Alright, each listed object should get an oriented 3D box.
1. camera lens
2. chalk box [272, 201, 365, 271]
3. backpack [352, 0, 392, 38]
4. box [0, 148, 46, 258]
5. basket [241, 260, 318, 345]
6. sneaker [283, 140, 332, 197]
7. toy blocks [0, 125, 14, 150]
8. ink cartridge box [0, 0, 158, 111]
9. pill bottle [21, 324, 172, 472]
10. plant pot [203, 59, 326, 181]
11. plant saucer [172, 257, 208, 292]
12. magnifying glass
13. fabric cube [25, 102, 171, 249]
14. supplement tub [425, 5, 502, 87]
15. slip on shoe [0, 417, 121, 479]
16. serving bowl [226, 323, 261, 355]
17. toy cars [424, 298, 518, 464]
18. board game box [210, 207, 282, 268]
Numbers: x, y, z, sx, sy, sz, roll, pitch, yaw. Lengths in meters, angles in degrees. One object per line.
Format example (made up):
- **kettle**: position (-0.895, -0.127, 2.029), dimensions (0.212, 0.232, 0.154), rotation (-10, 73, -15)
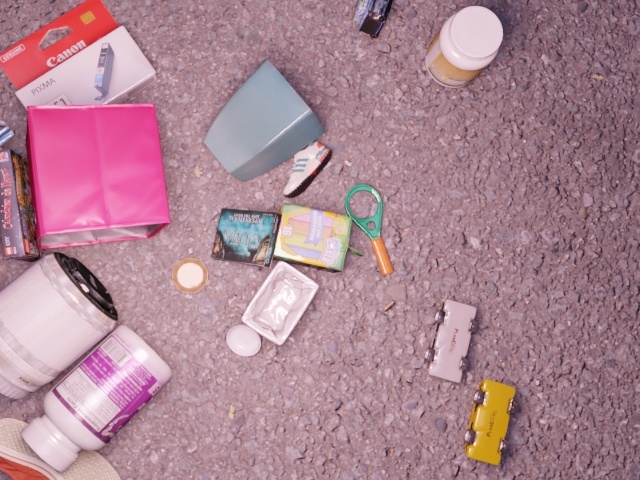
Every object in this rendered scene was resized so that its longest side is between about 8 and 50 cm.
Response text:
- **camera lens**: position (-0.600, 0.177, 1.427), dimensions (0.274, 0.219, 0.219), rotation (-41, 90, -8)
- **chalk box**: position (0.000, 0.000, 1.550), dimensions (0.213, 0.132, 0.131), rotation (12, 84, -6)
- **backpack**: position (0.132, -0.579, 1.628), dimensions (0.084, 0.105, 0.114), rotation (23, 78, -4)
- **box**: position (-0.670, -0.072, 1.473), dimensions (0.044, 0.159, 0.232), rotation (-9, 86, -7)
- **basket**: position (-0.096, 0.145, 1.541), dimensions (0.113, 0.103, 0.167), rotation (34, 83, -2)
- **sneaker**: position (-0.047, -0.177, 1.605), dimensions (0.075, 0.057, 0.161), rotation (39, 83, 15)
- **toy blocks**: position (-0.798, -0.237, 1.527), dimensions (0.148, 0.054, 0.123), rotation (-39, 90, -8)
- **ink cartridge box**: position (-0.582, -0.415, 1.560), dimensions (0.296, 0.066, 0.261), rotation (-36, 90, -8)
- **pill bottle**: position (-0.482, 0.342, 1.426), dimensions (0.169, 0.169, 0.301), rotation (45, 71, -1)
- **plant pot**: position (-0.142, -0.259, 1.533), dimensions (0.234, 0.165, 0.165), rotation (-40, 77, 4)
- **plant saucer**: position (-0.309, 0.083, 1.568), dimensions (0.084, 0.015, 0.083), rotation (0, 85, -5)
- **magnifying glass**: position (0.127, -0.027, 1.621), dimensions (0.092, 0.026, 0.230), rotation (-19, 85, -8)
- **fabric cube**: position (-0.486, -0.132, 1.419), dimensions (0.259, 0.254, 0.258), rotation (-7, 87, -25)
- **supplement tub**: position (0.344, -0.464, 1.591), dimensions (0.145, 0.200, 0.144), rotation (0, 85, -6)
- **slip on shoe**: position (-0.589, 0.511, 1.466), dimensions (0.331, 0.123, 0.101), rotation (30, 117, -8)
- **serving bowl**: position (-0.177, 0.230, 1.552), dimensions (0.084, 0.027, 0.083), rotation (5, 114, 11)
- **toy cars**: position (0.352, 0.336, 1.583), dimensions (0.177, 0.087, 0.393), rotation (-23, 84, -12)
- **board game box**: position (-0.173, -0.007, 1.522), dimensions (0.026, 0.186, 0.126), rotation (19, 80, -48)
